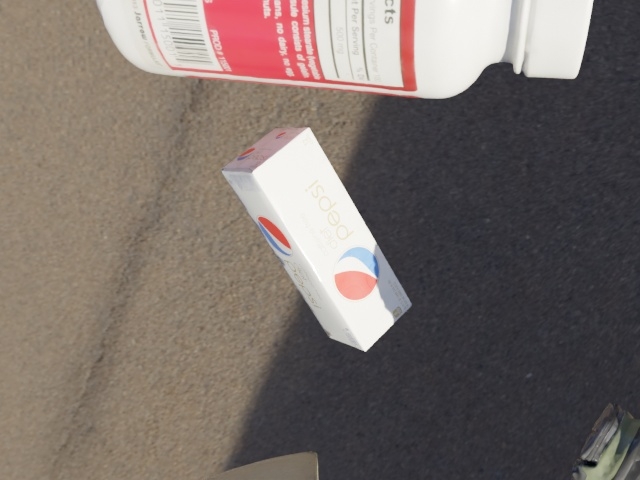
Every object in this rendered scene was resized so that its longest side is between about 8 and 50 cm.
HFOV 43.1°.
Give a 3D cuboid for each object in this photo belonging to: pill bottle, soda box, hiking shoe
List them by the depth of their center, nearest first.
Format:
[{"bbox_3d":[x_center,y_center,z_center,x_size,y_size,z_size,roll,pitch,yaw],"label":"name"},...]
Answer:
[{"bbox_3d":[0.258,0.235,0.629,0.114,0.086,0.227,17,135,37],"label":"hiking shoe"},{"bbox_3d":[0.028,-0.246,0.714,0.407,0.229,0.229,8,105,13],"label":"pill bottle"},{"bbox_3d":[0.000,0.000,0.779,0.069,0.074,0.216,11,138,58],"label":"soda box"}]

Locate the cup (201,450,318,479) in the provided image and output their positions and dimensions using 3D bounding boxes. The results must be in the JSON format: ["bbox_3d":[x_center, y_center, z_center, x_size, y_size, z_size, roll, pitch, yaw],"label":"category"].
[{"bbox_3d":[-0.114,0.382,0.794,0.236,0.331,0.331,-2,100,-2],"label":"cup"}]
